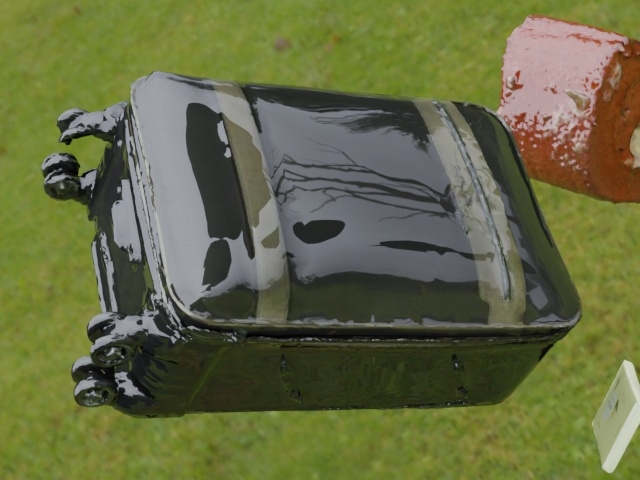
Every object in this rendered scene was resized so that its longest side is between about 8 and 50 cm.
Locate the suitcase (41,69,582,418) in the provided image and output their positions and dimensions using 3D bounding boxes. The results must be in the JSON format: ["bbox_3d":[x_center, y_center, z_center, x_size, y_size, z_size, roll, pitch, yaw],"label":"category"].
[{"bbox_3d":[0.000,0.000,1.087,0.194,0.433,0.283,-58,38,45],"label":"suitcase"}]

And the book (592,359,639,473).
[{"bbox_3d":[0.291,0.171,1.250,0.111,0.014,0.077,-69,3,-73],"label":"book"}]

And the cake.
[{"bbox_3d":[0.311,-0.140,1.422,0.150,0.283,0.177,23,101,37],"label":"cake"}]
